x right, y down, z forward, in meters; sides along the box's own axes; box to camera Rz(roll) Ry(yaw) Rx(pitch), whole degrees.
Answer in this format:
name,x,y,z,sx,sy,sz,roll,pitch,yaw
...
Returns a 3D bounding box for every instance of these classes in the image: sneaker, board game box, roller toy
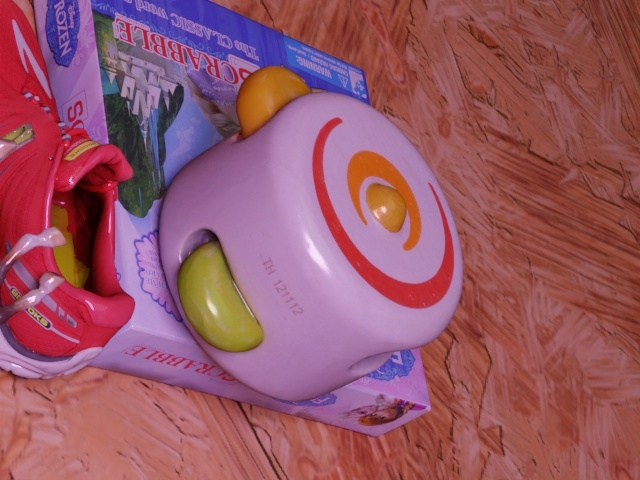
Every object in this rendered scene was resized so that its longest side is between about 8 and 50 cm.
name,x,y,z,sx,sy,sz,roll,pitch,yaw
sneaker,-0.178,-0.048,1.256,0.107,0.118,0.279,10,59,-52
board game box,-0.065,-0.031,1.438,0.319,0.066,0.318,18,52,-45
roller toy,0.000,0.000,1.307,0.191,0.146,0.209,34,42,-35

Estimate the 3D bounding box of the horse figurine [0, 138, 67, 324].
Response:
name,x,y,z,sx,sy,sz,roll,pitch,yaw
horse figurine,-0.231,0.017,1.069,0.174,0.066,0.263,-44,140,-23
